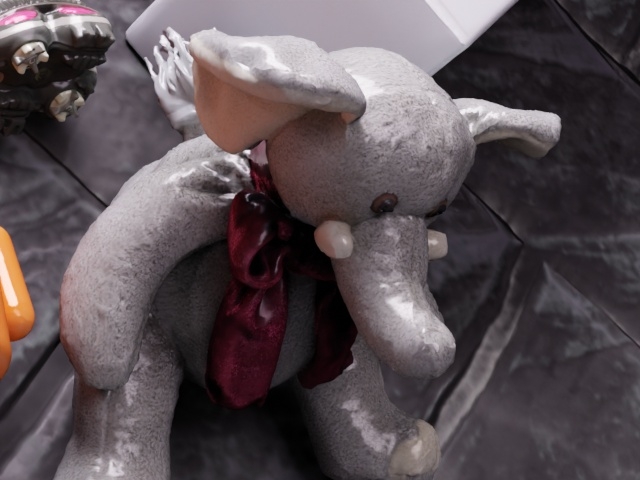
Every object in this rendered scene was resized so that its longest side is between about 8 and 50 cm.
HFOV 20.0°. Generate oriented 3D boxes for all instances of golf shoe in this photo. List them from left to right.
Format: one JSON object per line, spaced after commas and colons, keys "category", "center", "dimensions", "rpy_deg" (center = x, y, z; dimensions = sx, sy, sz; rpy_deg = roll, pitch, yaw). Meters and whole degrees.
{"category": "golf shoe", "center": [-0.257, -0.124, 1.084], "dimensions": [0.273, 0.105, 0.120], "rpy_deg": [-5, 50, -46]}

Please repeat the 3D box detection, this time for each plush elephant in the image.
{"category": "plush elephant", "center": [0.000, 0.000, 1.042], "dimensions": [0.272, 0.255, 0.330], "rpy_deg": [2, 75, -35]}

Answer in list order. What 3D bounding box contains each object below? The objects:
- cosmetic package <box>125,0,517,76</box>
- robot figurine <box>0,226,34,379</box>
{"category": "cosmetic package", "center": [0.088, -0.238, 1.331], "dimensions": [0.161, 0.230, 0.453], "rpy_deg": [50, 45, -4]}
{"category": "robot figurine", "center": [-0.237, 0.015, 0.977], "dimensions": [0.158, 0.128, 0.219], "rpy_deg": [-9, 69, -13]}
